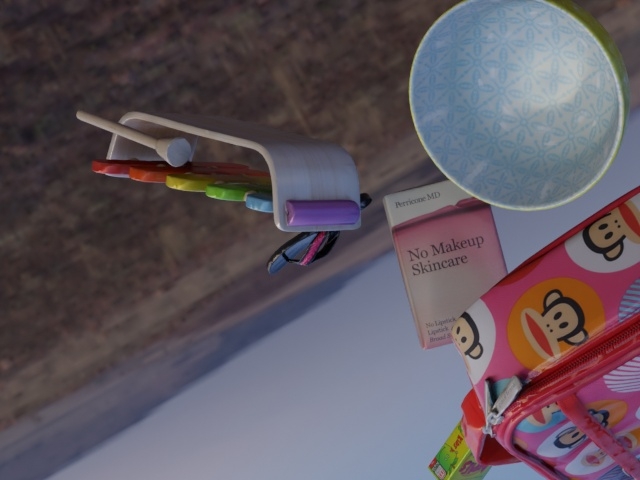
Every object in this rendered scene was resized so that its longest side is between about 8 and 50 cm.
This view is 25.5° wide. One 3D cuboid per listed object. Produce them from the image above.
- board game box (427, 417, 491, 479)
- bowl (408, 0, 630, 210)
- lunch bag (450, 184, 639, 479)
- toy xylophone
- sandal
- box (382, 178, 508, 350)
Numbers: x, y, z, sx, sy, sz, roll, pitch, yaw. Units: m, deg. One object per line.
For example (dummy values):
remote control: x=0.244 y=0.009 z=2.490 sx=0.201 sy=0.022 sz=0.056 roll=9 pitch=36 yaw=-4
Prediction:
board game box: x=0.242 y=0.280 z=2.081 sx=0.092 sy=0.043 sz=0.181 roll=-1 pitch=130 yaw=-45
bowl: x=0.274 y=-0.199 z=1.820 sx=0.289 sy=0.289 sz=0.156 roll=-31 pitch=-174 yaw=38
lunch bag: x=0.214 y=0.085 z=1.008 sx=0.258 sy=0.120 sz=0.293 roll=-33 pitch=150 yaw=11
toy xylophone: x=-0.118 y=-0.081 z=1.478 sx=0.236 sy=0.081 sz=0.322 roll=1 pitch=-168 yaw=-36
sandal: x=0.000 y=0.000 z=1.907 sx=0.179 sy=0.040 sz=0.067 roll=-35 pitch=171 yaw=18
box: x=0.188 y=0.029 z=2.053 sx=0.148 sy=0.232 sz=0.127 roll=-15 pitch=179 yaw=2
